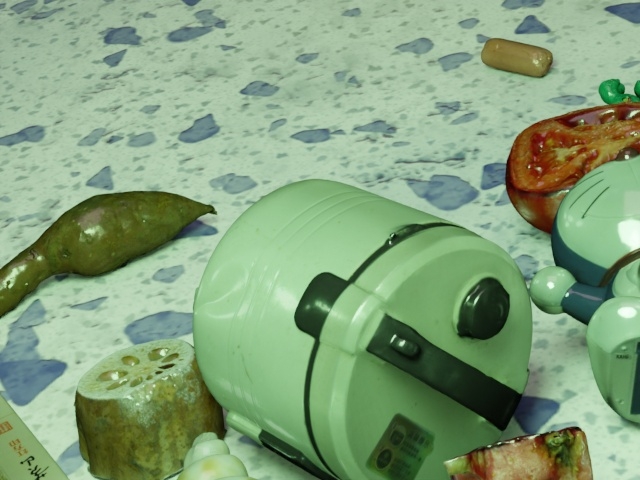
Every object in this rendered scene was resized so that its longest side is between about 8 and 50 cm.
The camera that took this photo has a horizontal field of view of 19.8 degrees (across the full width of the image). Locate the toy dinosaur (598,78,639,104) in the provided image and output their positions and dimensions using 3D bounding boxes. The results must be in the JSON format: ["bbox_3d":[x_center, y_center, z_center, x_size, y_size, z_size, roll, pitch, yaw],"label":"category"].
[{"bbox_3d":[0.305,-0.110,1.769,0.132,0.059,0.096,-10,36,-12],"label":"toy dinosaur"}]

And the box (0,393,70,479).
[{"bbox_3d":[-0.287,0.199,1.468,0.141,0.058,0.201,-26,33,-21],"label":"box"}]

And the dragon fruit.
[{"bbox_3d":[0.140,0.190,1.299,0.102,0.096,0.147,-8,-12,-1],"label":"dragon fruit"}]

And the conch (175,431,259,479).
[{"bbox_3d":[-0.065,0.250,1.214,0.183,0.149,0.275,-12,29,7],"label":"conch"}]

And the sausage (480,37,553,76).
[{"bbox_3d":[0.210,-0.196,1.960,0.083,0.034,0.034,17,42,38],"label":"sausage"}]

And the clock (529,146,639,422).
[{"bbox_3d":[0.266,0.030,1.465,0.199,0.146,0.243,-5,36,3],"label":"clock"}]

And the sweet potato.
[{"bbox_3d":[-0.231,0.003,1.757,0.269,0.075,0.075,-26,33,-15],"label":"sweet potato"}]

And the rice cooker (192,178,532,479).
[{"bbox_3d":[0.038,0.078,1.408,0.226,0.226,0.244,-34,36,-32],"label":"rice cooker"}]

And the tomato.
[{"bbox_3d":[0.260,-0.056,1.665,0.174,0.082,0.166,-10,27,13],"label":"tomato"}]

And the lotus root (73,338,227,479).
[{"bbox_3d":[-0.145,0.138,1.508,0.122,0.081,0.112,-27,26,-23],"label":"lotus root"}]
